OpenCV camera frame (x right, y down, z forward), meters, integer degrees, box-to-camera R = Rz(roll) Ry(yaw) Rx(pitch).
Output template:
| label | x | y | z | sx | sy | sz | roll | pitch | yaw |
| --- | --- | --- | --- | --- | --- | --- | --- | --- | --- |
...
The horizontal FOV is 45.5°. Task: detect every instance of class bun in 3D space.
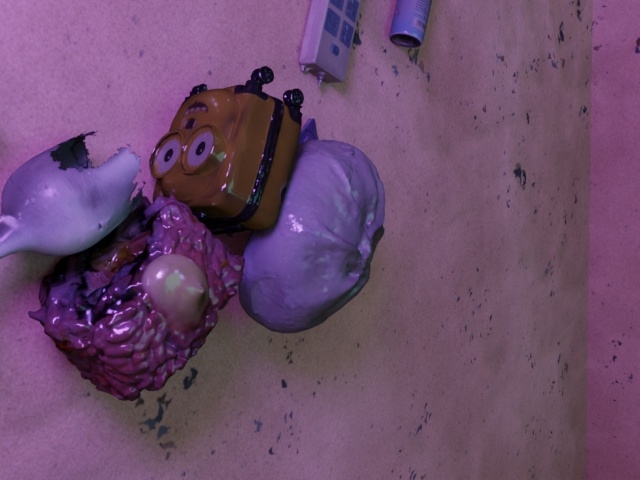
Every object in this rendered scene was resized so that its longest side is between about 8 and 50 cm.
| label | x | y | z | sx | sy | sz | roll | pitch | yaw |
| --- | --- | --- | --- | --- | --- | --- | --- | --- | --- |
| bun | -0.002 | 0.005 | 1.278 | 0.354 | 0.194 | 0.354 | 19 | 90 | -79 |

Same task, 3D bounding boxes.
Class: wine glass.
| label | x | y | z | sx | sy | sz | roll | pitch | yaw |
| --- | --- | --- | --- | --- | --- | --- | --- | --- | --- |
| wine glass | -0.356 | -0.014 | 0.928 | 0.321 | 0.143 | 0.143 | -50 | 132 | -39 |

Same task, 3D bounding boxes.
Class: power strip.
| label | x | y | z | sx | sy | sz | roll | pitch | yaw |
| --- | --- | --- | --- | --- | --- | --- | --- | --- | --- |
| power strip | 0.034 | -0.466 | 1.442 | 0.106 | 0.043 | 0.367 | 19 | 80 | -52 |

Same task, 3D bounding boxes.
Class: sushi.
| label | x | y | z | sx | sy | sz | roll | pitch | yaw |
| --- | --- | --- | --- | --- | --- | --- | --- | --- | --- |
| sushi | -0.237 | 0.065 | 1.024 | 0.270 | 0.236 | 0.171 | -53 | 126 | -29 |

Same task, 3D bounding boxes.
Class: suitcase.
| label | x | y | z | sx | sy | sz | roll | pitch | yaw |
| --- | --- | --- | --- | --- | --- | --- | --- | --- | --- |
| suitcase | -0.146 | -0.129 | 1.132 | 0.143 | 0.194 | 0.235 | 29 | 68 | -43 |

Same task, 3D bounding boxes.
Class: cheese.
| label | x | y | z | sx | sy | sz | roll | pitch | yaw |
| --- | --- | --- | --- | --- | --- | --- | --- | --- | --- |
| cheese | -0.002 | -0.131 | 1.452 | 0.105 | 0.042 | 0.191 | -59 | 135 | -31 |

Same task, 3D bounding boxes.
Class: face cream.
| label | x | y | z | sx | sy | sz | roll | pitch | yaw |
| --- | --- | --- | --- | --- | --- | --- | --- | --- | --- |
| face cream | 0.206 | -0.532 | 1.632 | 0.075 | 0.075 | 0.229 | 24 | 76 | -52 |
